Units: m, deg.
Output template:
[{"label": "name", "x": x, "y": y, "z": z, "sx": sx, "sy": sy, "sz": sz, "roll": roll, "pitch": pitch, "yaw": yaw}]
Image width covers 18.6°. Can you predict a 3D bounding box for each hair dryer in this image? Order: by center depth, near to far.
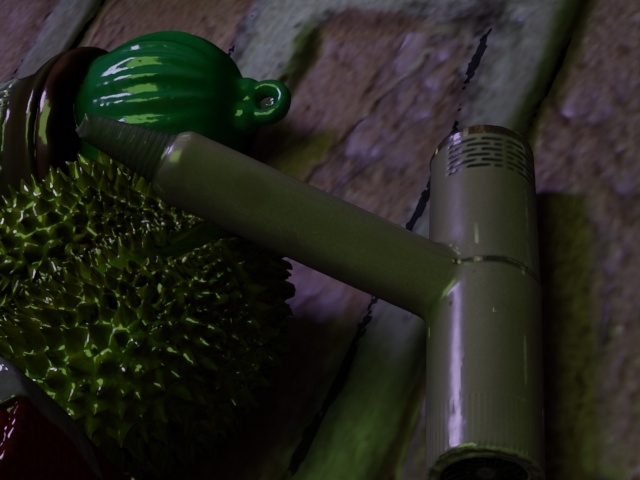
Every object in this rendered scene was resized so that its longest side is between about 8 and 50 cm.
[{"label": "hair dryer", "x": -0.003, "y": 0.008, "z": 0.860, "sx": 0.054, "sy": 0.220, "sz": 0.195, "roll": 122, "pitch": 158, "yaw": -43}]

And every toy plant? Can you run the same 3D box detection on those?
[{"label": "toy plant", "x": -0.113, "y": -0.050, "z": 1.095, "sx": 0.200, "sy": 0.105, "sz": 0.143, "roll": -5, "pitch": 56, "yaw": 23}]

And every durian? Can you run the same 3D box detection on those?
[{"label": "durian", "x": -0.097, "y": 0.047, "z": 0.950, "sx": 0.198, "sy": 0.146, "sz": 0.159, "roll": -49, "pitch": 55, "yaw": -4}]

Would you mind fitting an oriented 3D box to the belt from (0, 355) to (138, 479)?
[{"label": "belt", "x": -0.160, "y": 0.136, "z": 0.725, "sx": 0.201, "sy": 0.124, "sz": 0.128, "roll": -48, "pitch": 36, "yaw": -14}]
